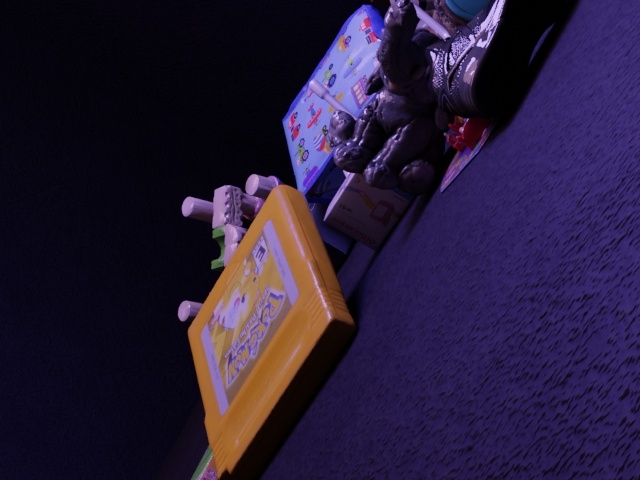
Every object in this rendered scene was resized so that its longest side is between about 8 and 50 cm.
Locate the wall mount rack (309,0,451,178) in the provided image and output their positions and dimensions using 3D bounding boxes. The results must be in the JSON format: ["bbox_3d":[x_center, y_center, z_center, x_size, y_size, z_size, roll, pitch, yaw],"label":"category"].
[{"bbox_3d":[0.106,-0.225,1.747,0.350,0.130,0.304,-57,25,25],"label":"wall mount rack"}]

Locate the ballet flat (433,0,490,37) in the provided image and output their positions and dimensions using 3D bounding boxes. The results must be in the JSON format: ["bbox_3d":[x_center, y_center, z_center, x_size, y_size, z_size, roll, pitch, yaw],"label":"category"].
[{"bbox_3d":[0.297,-0.446,1.462,0.483,0.164,0.182,-60,-16,6],"label":"ballet flat"}]

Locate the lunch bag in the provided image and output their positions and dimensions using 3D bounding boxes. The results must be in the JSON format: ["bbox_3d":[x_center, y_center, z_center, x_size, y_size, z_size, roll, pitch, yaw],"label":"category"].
[{"bbox_3d":[0.056,-0.231,1.967,0.221,0.138,0.293,-104,29,-45],"label":"lunch bag"}]

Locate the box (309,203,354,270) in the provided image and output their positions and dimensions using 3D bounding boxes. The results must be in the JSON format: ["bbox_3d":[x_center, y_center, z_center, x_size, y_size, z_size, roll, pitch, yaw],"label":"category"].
[{"bbox_3d":[0.000,0.000,2.067,0.158,0.093,0.156,-56,4,44],"label":"box"}]

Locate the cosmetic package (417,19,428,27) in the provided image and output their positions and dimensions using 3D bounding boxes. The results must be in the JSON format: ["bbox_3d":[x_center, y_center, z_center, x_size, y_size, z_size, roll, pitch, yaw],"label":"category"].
[{"bbox_3d":[0.239,-0.417,2.344,0.117,0.085,0.231,-58,6,18],"label":"cosmetic package"}]

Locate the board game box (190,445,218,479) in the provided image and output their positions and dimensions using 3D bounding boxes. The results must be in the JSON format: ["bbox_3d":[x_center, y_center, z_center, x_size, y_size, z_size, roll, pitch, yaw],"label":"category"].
[{"bbox_3d":[-0.169,0.350,1.955,0.124,0.039,0.259,-53,9,48],"label":"board game box"}]

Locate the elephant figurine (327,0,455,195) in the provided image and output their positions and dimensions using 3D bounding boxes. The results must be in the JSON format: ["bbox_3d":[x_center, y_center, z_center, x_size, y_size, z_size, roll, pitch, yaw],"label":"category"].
[{"bbox_3d":[0.118,-0.188,1.468,0.186,0.169,0.239,-101,28,-62],"label":"elephant figurine"}]

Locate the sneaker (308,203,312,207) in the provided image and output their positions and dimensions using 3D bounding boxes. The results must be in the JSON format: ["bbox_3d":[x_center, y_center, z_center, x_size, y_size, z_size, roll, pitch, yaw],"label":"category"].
[{"bbox_3d":[0.041,-0.091,2.256,0.153,0.101,0.268,-61,-2,-18],"label":"sneaker"}]

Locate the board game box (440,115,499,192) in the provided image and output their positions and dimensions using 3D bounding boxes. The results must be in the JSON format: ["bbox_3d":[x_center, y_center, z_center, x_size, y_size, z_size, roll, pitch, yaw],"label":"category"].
[{"bbox_3d":[0.171,-0.133,1.373,0.133,0.033,0.169,-61,4,-31],"label":"board game box"}]

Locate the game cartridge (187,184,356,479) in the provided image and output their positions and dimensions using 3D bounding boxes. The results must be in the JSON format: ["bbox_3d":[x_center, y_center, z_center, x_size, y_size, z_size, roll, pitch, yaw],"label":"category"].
[{"bbox_3d":[-0.077,0.120,1.559,0.285,0.052,0.324,-58,26,22],"label":"game cartridge"}]

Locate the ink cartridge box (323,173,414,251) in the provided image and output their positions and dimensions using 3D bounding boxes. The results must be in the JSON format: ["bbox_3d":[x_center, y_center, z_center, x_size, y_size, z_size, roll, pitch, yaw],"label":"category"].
[{"bbox_3d":[0.073,-0.059,1.626,0.122,0.088,0.052,-57,7,28],"label":"ink cartridge box"}]

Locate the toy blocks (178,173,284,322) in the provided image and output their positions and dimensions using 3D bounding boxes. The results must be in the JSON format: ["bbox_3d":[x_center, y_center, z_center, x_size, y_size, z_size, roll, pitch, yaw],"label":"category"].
[{"bbox_3d":[-0.092,0.037,2.359,0.309,0.260,0.288,-18,65,47],"label":"toy blocks"}]

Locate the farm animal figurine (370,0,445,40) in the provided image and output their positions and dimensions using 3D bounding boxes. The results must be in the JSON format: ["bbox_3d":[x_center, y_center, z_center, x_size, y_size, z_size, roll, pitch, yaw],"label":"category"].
[{"bbox_3d":[0.205,-0.439,1.905,0.330,0.172,0.327,113,151,-62],"label":"farm animal figurine"}]

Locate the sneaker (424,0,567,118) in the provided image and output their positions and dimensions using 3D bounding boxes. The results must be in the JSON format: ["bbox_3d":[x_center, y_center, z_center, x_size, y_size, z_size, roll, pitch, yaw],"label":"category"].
[{"bbox_3d":[0.187,-0.233,1.315,0.130,0.087,0.227,6,65,56],"label":"sneaker"}]
